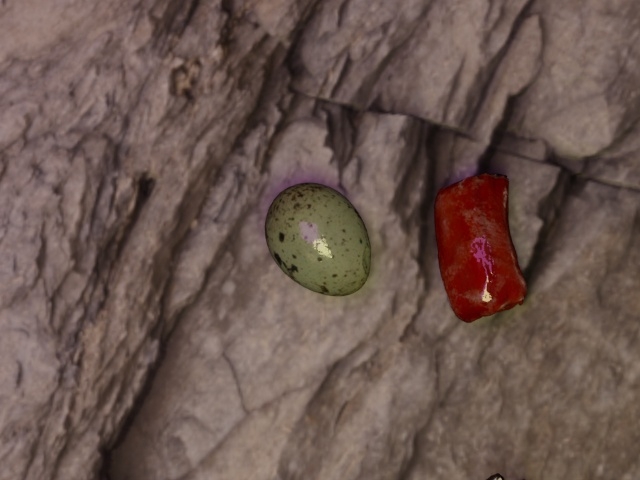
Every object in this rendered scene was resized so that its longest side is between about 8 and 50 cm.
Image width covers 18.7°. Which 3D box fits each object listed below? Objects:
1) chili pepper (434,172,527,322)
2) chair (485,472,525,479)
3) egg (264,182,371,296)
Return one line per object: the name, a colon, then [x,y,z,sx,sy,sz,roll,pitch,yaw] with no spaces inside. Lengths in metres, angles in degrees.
chili pepper: [0.136,0.008,1.657,0.073,0.070,0.123,-10,73,0]
chair: [0.165,0.316,1.562,0.113,0.106,0.229,-34,72,12]
egg: [0.000,0.000,1.695,0.085,0.085,0.110,-46,76,5]
